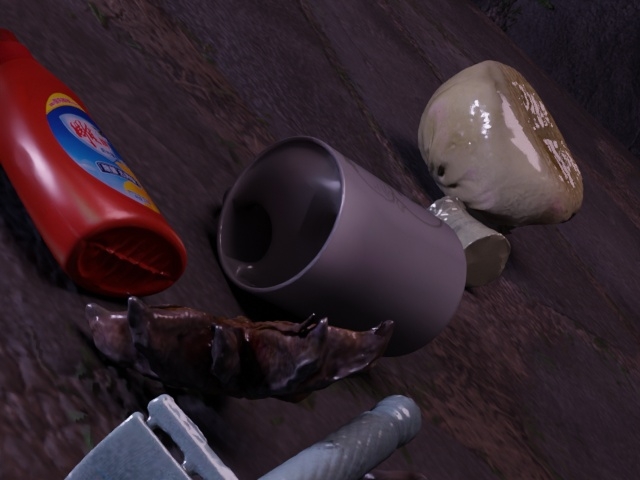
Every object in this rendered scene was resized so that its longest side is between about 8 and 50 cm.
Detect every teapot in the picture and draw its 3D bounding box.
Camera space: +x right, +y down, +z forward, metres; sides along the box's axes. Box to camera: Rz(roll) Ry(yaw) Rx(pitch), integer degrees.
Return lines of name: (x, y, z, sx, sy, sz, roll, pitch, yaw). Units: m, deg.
teapot: (0.120, -0.003, 1.224, 0.067, 0.057, 0.083, -2, 37, -29)

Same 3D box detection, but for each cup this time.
cup: (0.008, -0.006, 0.861, 0.133, 0.099, 0.136, 29, 24, -43)

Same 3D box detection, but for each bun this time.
bun: (0.181, -0.080, 1.426, 0.178, 0.128, 0.193, 18, 44, -58)

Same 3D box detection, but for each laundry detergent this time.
laundry detergent: (-0.130, -0.046, 0.707, 0.165, 0.049, 0.097, 55, 11, 31)

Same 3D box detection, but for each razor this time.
razor: (-0.006, 0.100, 0.594, 0.106, 0.068, 0.232, 49, 23, 9)

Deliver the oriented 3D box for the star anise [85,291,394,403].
star anise: (-0.036, 0.052, 0.640, 0.141, 0.141, 0.042, 16, 77, -59)

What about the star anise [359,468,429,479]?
star anise: (0.084, 0.181, 0.665, 0.182, 0.065, 0.195, 43, 14, -9)
